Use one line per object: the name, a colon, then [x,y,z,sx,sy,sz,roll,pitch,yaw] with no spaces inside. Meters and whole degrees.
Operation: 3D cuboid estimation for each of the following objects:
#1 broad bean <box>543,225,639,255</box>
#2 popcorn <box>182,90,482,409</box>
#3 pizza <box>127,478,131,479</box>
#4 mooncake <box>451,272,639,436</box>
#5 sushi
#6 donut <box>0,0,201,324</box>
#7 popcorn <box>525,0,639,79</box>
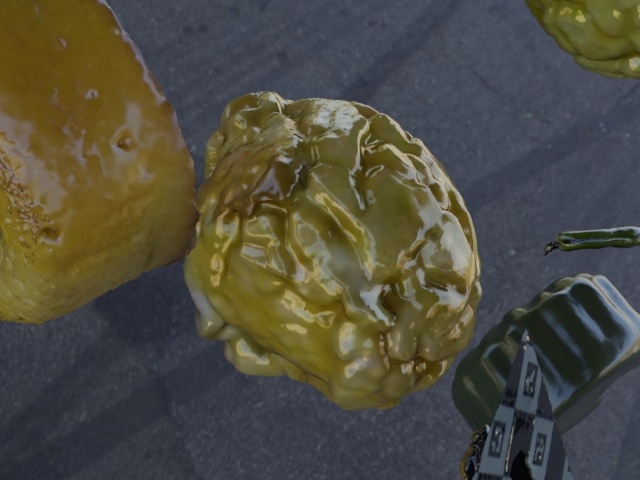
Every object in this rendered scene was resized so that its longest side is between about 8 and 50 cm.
broad bean: [0.465,-0.003,1.402,0.226,0.069,0.039,-4,77,-9]
popcorn: [0.016,0.001,1.035,0.390,0.344,0.354,16,30,33]
pizza: [-0.258,0.396,1.150,0.147,0.226,0.069,-1,24,12]
mooncake: [0.376,0.217,1.483,0.351,0.351,0.187,-22,63,-34]
sushi: [0.147,0.277,0.798,0.059,0.292,0.294,6,51,33]
donut: [-0.215,-0.064,0.568,0.277,0.277,0.108,37,50,10]
popcorn: [0.273,-0.247,0.704,0.225,0.249,0.249,1,33,39]
